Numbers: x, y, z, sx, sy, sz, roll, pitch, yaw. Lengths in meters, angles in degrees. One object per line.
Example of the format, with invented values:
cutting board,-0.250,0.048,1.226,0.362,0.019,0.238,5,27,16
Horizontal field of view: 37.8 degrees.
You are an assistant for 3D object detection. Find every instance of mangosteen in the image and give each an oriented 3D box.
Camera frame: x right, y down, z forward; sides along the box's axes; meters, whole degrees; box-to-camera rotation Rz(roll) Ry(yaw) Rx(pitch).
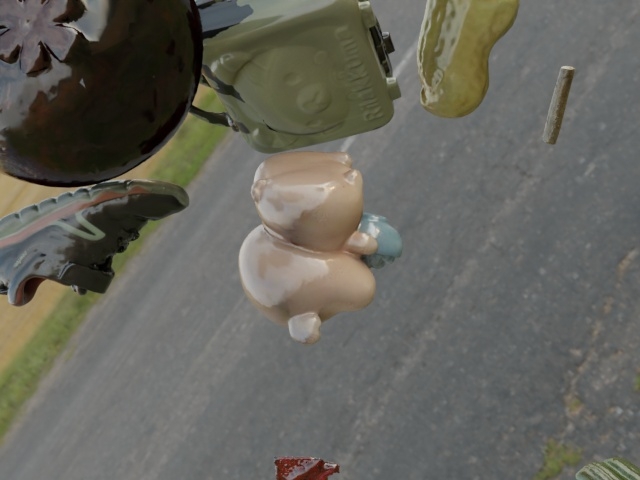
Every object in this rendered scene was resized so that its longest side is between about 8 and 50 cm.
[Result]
mangosteen,-0.280,-0.207,1.082,0.307,0.307,0.347,-52,-4,0

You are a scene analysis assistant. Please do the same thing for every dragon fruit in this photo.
dragon fruit,-0.027,0.443,1.750,0.131,0.097,0.063,0,67,14

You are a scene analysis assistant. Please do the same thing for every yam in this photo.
yam,0.436,-0.248,1.717,0.032,0.032,0.145,-93,11,-64

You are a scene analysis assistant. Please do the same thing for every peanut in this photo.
peanut,0.232,-0.343,1.454,0.147,0.148,0.318,-101,16,-67

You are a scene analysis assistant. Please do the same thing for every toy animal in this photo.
toy animal,-0.019,-0.003,1.301,0.229,0.221,0.210,-33,30,-2

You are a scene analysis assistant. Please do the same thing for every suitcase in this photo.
suitcase,-0.065,-0.271,1.426,0.339,0.351,0.194,-12,61,11

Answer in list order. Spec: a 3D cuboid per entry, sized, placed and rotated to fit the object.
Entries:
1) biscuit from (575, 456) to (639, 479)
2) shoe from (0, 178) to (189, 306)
biscuit,0.455,0.368,1.177,0.322,0.099,0.038,-143,49,-58
shoe,-0.306,0.005,1.225,0.291,0.137,0.114,-20,0,-4
